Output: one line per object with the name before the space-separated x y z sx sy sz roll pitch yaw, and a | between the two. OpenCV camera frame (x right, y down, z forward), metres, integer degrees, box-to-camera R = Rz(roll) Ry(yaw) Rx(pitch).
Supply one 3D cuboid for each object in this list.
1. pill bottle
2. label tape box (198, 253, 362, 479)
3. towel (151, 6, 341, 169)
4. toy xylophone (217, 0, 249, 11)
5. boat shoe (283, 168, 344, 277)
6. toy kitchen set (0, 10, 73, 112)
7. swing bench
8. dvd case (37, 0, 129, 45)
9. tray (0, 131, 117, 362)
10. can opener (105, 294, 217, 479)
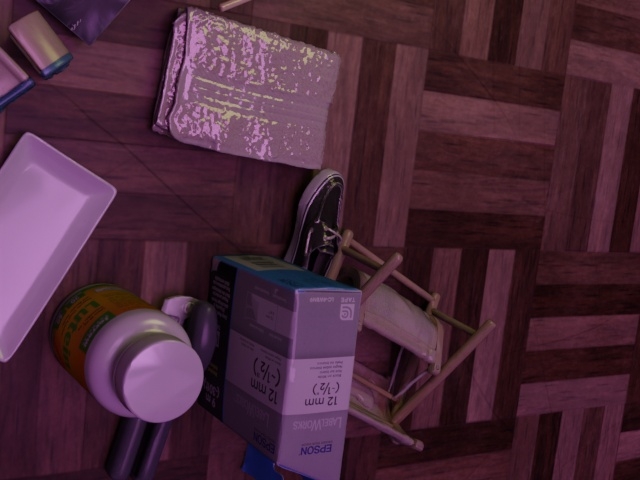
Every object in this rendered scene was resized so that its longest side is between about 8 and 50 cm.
pill bottle | -0.246 0.144 1.097 0.136 0.246 0.136 -7 103 -32
label tape box | -0.072 0.211 1.220 0.115 0.249 0.347 4 97 -34
towel | -0.098 -0.213 1.240 0.282 0.049 0.187 8 96 -34
toy xylophone | -0.113 -0.444 1.164 0.323 0.081 0.236 -23 113 -27
boat shoe | 0.000 0.000 1.323 0.078 0.070 0.219 13 97 -47
toy kitchen set | -0.379 -0.157 1.013 0.207 0.166 0.122 -37 108 -8
swing bench | 0.095 0.163 1.377 0.253 0.165 0.254 35 86 -33
dvd case | -0.277 -0.377 1.056 0.164 0.018 0.221 40 96 -24
tray | -0.393 0.009 1.105 0.145 0.030 0.270 37 79 -33
can opener | -0.221 0.215 1.218 0.076 0.095 0.283 19 89 -33
